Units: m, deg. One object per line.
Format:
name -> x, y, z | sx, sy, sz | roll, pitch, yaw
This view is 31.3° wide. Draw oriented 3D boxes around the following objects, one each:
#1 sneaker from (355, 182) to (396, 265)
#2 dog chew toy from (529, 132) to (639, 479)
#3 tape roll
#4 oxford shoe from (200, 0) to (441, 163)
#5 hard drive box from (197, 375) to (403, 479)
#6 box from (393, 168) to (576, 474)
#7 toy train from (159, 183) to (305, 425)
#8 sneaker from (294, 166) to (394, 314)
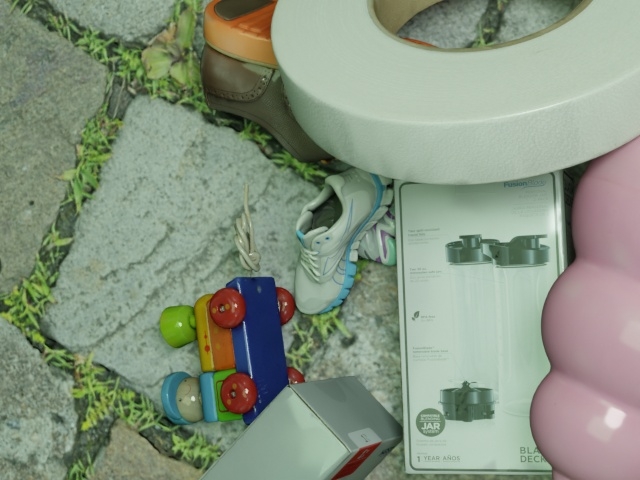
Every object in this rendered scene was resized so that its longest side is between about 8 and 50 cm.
sneaker -> 0.054, -0.025, 1.187 | 0.069, 0.038, 0.098 | 8, 89, 21
dog chew toy -> 0.283, 0.063, 0.963 | 0.207, 0.207, 0.331 | 24, 94, 21
tape roll -> 0.150, -0.200, 1.020 | 0.392, 0.072, 0.392 | -10, 42, 9
oxford shoe -> 0.044, -0.137, 1.178 | 0.364, 0.130, 0.132 | 24, 126, 16
hard drive box -> -0.045, 0.246, 1.131 | 0.089, 0.181, 0.232 | 45, 103, 18
box -> 0.166, 0.077, 1.110 | 0.169, 0.087, 0.289 | -5, 85, 21
toy train -> -0.112, 0.075, 1.221 | 0.143, 0.105, 0.247 | -13, 81, 34
sneaker -> 0.000, 0.000, 1.157 | 0.071, 0.083, 0.190 | 44, 128, 32
